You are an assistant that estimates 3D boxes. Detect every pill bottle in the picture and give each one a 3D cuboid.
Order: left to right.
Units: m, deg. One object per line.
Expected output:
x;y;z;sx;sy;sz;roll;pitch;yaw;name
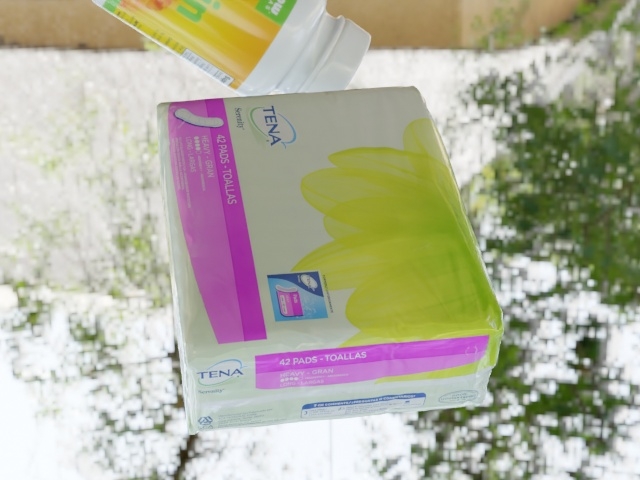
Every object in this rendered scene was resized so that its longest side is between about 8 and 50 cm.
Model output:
-0.080;-0.220;1.185;0.245;0.136;0.136;32;-168;-13;pill bottle

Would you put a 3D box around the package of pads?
0.000;0.000;0.943;0.229;0.101;0.296;-5;-137;-9;package of pads
